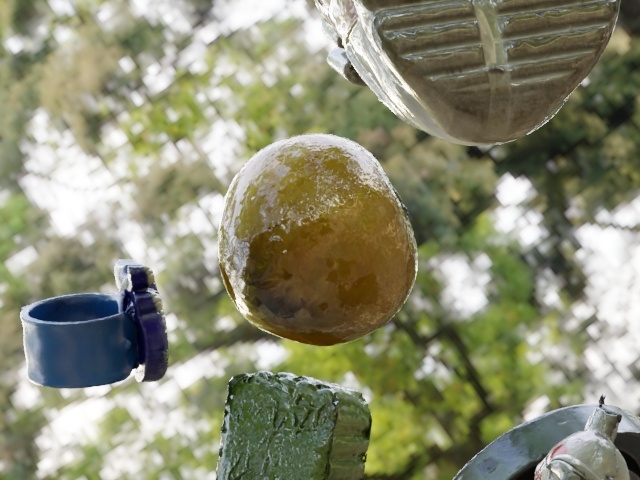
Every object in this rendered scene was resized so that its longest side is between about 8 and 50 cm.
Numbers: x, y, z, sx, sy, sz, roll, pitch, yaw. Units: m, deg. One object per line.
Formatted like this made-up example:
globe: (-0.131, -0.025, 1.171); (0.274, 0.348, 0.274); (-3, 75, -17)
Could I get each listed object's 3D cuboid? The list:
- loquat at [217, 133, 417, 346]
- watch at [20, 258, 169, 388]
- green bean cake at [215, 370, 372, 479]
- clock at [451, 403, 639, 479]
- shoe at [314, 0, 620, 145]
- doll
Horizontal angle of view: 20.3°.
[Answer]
loquat: (0.000, 0.000, 2.168); (0.263, 0.263, 0.263); (-30, -22, -14)
watch: (-0.317, 0.125, 2.497); (0.200, 0.171, 0.196); (-9, 5, -16)
green bean cake: (-0.040, 0.285, 2.394); (0.113, 0.200, 0.214); (12, -93, -52)
clock: (0.267, 0.322, 2.045); (0.319, 0.066, 0.319); (-16, -48, -18)
shoe: (0.073, -0.173, 1.123); (0.172, 0.351, 0.198); (0, -38, -10)
doll: (0.248, 0.250, 1.696); (0.192, 0.095, 0.149); (-64, -17, -66)
